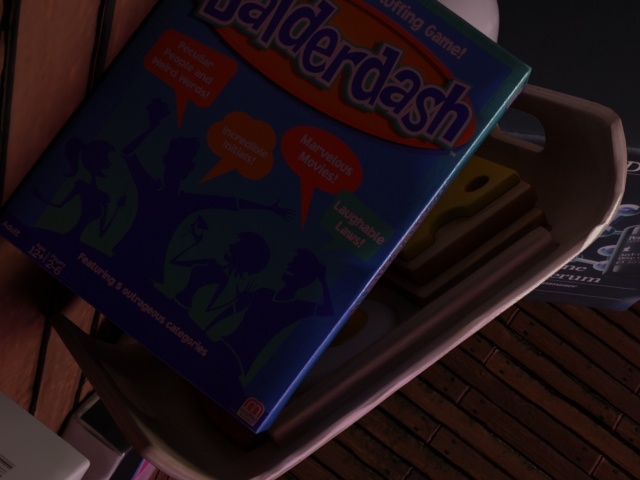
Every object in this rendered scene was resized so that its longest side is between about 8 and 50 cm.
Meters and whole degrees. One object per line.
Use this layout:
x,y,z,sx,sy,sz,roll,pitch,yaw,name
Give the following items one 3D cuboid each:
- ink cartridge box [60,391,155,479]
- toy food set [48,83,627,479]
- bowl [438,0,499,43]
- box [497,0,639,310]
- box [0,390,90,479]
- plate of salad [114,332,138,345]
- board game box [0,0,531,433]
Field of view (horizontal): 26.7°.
-0.219,0.237,1.267,0.371,0.069,0.176,-55,174,39,ink cartridge box
0.000,0.000,0.775,0.306,0.092,0.220,-35,-156,-11,toy food set
0.047,-0.097,1.014,0.298,0.134,0.298,-51,174,-8,bowl
0.234,-0.099,1.303,0.395,0.294,0.211,119,-24,-66,box
-0.221,0.174,0.711,0.170,0.091,0.130,-56,174,22,box
-0.085,0.062,1.056,0.200,0.048,0.200,-28,179,-1,plate of salad
-0.027,-0.041,0.639,0.210,0.160,0.047,-54,173,-1,board game box
